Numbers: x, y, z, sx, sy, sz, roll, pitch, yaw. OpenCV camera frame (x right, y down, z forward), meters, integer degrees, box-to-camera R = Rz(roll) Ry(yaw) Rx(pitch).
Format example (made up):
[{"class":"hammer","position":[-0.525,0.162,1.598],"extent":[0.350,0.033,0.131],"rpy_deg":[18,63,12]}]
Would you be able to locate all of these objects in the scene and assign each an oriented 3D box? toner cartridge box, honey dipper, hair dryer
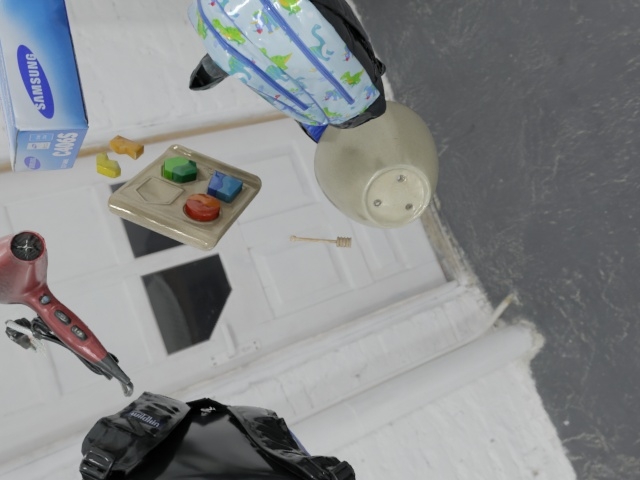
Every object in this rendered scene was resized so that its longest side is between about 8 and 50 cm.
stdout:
[{"class":"toner cartridge box","position":[-0.357,-0.272,0.672],"extent":[0.165,0.075,0.347],"rpy_deg":[-20,81,59]},{"class":"honey dipper","position":[0.000,0.000,1.459],"extent":[0.030,0.161,0.030],"rpy_deg":[5,-90,-83]},{"class":"hair dryer","position":[-0.338,0.079,0.715],"extent":[0.224,0.080,0.293],"rpy_deg":[19,144,13]}]

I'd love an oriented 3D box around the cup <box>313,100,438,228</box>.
[{"class":"cup","position":[0.164,-0.160,1.414],"extent":[0.237,0.332,0.330],"rpy_deg":[-107,15,-59]}]

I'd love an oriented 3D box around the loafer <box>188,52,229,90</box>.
[{"class":"loafer","position":[-0.238,-0.415,1.322],"extent":[0.223,0.078,0.076],"rpy_deg":[-23,111,47]}]

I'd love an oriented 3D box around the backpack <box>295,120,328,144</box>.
[{"class":"backpack","position":[-0.018,-0.331,1.470],"extent":[0.101,0.120,0.098],"rpy_deg":[-44,53,9]}]

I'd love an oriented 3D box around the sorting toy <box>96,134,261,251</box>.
[{"class":"sorting toy","position":[-0.289,-0.112,1.055],"extent":[0.308,0.229,0.041],"rpy_deg":[22,132,5]}]

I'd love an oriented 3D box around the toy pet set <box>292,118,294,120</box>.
[{"class":"toy pet set","position":[-0.057,-0.400,1.628],"extent":[0.122,0.114,0.065],"rpy_deg":[9,133,15]}]

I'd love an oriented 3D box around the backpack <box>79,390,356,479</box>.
[{"class":"backpack","position":[-0.123,0.280,0.608],"extent":[0.263,0.277,0.212],"rpy_deg":[-146,69,-75]}]

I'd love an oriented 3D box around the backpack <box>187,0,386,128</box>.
[{"class":"backpack","position":[-0.050,-0.353,0.951],"extent":[0.290,0.274,0.355],"rpy_deg":[65,-176,13]}]
